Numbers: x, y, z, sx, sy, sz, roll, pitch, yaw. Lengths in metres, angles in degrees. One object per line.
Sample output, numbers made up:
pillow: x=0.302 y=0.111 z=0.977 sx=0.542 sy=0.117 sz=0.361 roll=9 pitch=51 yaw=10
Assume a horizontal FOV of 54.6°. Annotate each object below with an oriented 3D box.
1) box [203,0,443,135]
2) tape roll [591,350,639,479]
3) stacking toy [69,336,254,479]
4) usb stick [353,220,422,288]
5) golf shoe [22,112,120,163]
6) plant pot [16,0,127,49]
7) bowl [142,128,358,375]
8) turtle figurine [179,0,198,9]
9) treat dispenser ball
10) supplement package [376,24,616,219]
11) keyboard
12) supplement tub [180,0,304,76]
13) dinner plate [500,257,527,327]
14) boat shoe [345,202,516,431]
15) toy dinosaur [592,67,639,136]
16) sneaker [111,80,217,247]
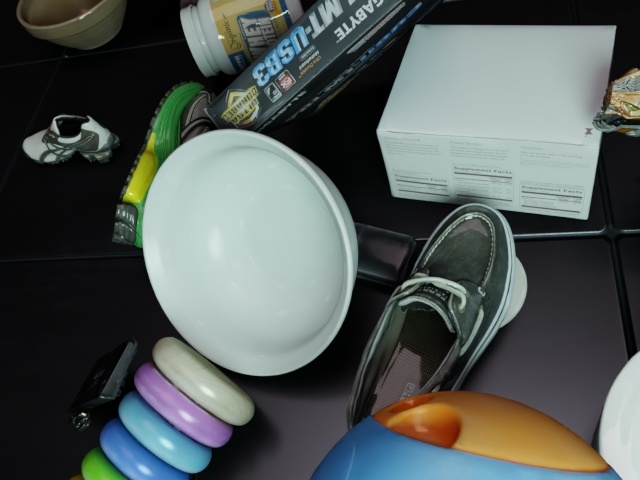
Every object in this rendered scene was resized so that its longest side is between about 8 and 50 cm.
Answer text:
box: x=0.026 y=-0.258 z=0.826 sx=0.295 sy=0.073 sz=0.293 roll=-36 pitch=5 yaw=28
tape roll: x=0.393 y=0.216 z=0.549 sx=0.286 sy=0.100 sz=0.286 roll=-8 pitch=56 yaw=12
stacking toy: x=-0.226 y=0.276 z=0.695 sx=0.141 sy=0.141 sz=0.330 roll=32 pitch=77 yaw=32
usb stick: x=0.000 y=0.000 z=0.851 sx=0.278 sy=0.045 sz=0.077 roll=14 pitch=72 yaw=25
golf shoe: x=-0.453 y=-0.188 z=1.089 sx=0.198 sy=0.094 sz=0.077 roll=-1 pitch=58 yaw=19
plant pot: x=-0.489 y=-0.475 z=1.283 sx=0.237 sy=0.110 sz=0.237 roll=-9 pitch=54 yaw=12
bowl: x=-0.067 y=0.005 z=0.774 sx=0.297 sy=0.298 sz=0.134 roll=15 pitch=20 yaw=26
turtle figurine: x=-0.189 y=-0.543 z=1.063 sx=0.274 sy=0.266 sz=0.198 roll=-25 pitch=75 yaw=22
treat dispenser ball: x=0.114 y=0.265 z=0.485 sx=0.288 sy=0.288 sz=0.288 roll=-8 pitch=55 yaw=12
supplement package: x=0.235 y=-0.165 z=0.826 sx=0.261 sy=0.145 sz=0.204 roll=9 pitch=61 yaw=22
keyboard: x=-0.272 y=0.184 z=0.760 sx=0.180 sy=0.023 sz=0.108 roll=-32 pitch=30 yaw=53
supplement tub: x=-0.127 y=-0.375 z=1.081 sx=0.199 sy=0.144 sz=0.144 roll=-18 pitch=54 yaw=6
dinner plate: x=0.185 y=0.052 z=0.777 sx=0.141 sy=0.017 sz=0.141 roll=-7 pitch=56 yaw=11
boat shoe: x=0.131 y=0.090 z=0.687 sx=0.121 sy=0.119 sz=0.335 roll=15 pitch=68 yaw=25
toy dinosaur: x=0.447 y=-0.087 z=0.645 sx=0.322 sy=0.218 sz=0.164 roll=29 pitch=62 yaw=14
sneaker: x=-0.207 y=-0.112 z=0.963 sx=0.146 sy=0.134 sz=0.344 roll=18 pitch=49 yaw=-14
